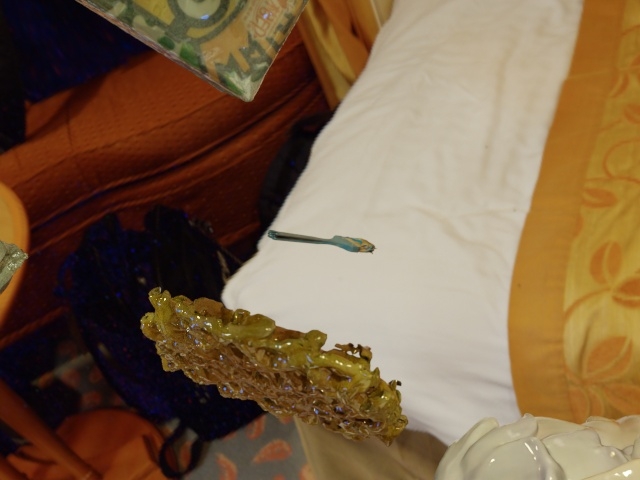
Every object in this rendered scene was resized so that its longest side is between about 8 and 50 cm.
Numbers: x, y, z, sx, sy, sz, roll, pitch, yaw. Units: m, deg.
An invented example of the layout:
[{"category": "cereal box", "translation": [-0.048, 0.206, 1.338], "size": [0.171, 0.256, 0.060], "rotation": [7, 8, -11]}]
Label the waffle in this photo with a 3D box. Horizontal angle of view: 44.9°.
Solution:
[{"category": "waffle", "translation": [-0.047, 0.146, 0.853], "size": [0.302, 0.325, 0.068], "rotation": [17, 70, 12]}]

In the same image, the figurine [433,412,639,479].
[{"category": "figurine", "translation": [0.138, 0.115, 0.355], "size": [0.237, 0.162, 0.141], "rotation": [-18, 61, -13]}]

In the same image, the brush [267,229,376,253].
[{"category": "brush", "translation": [0.000, 0.000, 1.064], "size": [0.164, 0.014, 0.051], "rotation": [6, 14, -32]}]

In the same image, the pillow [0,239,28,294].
[{"category": "pillow", "translation": [-0.565, 0.034, 0.974], "size": [0.138, 0.283, 0.310], "rotation": [-47, 11, 44]}]

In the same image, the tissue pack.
[{"category": "tissue pack", "translation": [-0.169, -0.350, 0.974], "size": [0.228, 0.311, 0.128], "rotation": [-60, 34, 3]}]
